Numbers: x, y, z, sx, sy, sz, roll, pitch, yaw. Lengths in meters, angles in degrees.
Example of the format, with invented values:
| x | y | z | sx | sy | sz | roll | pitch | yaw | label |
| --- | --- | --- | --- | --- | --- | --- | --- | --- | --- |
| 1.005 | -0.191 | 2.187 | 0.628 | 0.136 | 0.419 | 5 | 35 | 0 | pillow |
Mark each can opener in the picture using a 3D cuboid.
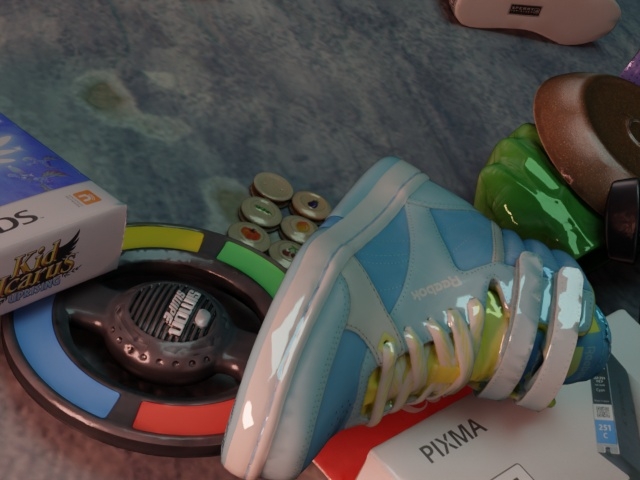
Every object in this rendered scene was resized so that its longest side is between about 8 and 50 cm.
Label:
| x | y | z | sx | sy | sz | roll | pitch | yaw | label |
| --- | --- | --- | --- | --- | --- | --- | --- | --- | --- |
| 0.282 | 0.039 | 1.094 | 0.073 | 0.186 | 0.059 | -3 | -2 | 30 | can opener |

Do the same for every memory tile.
| x | y | z | sx | sy | sz | roll | pitch | yaw | label |
| --- | --- | --- | --- | --- | --- | --- | --- | --- | --- |
| 0.000 | 0.000 | 1.085 | 0.148 | 0.012 | 0.113 | 25 | 37 | -1 | memory tile |

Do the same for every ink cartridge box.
| x | y | z | sx | sy | sz | roll | pitch | yaw | label |
| --- | --- | --- | --- | --- | --- | --- | --- | --- | --- |
| 0.130 | 0.121 | 0.958 | 0.296 | 0.066 | 0.261 | -22 | 58 | -40 | ink cartridge box |

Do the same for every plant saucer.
| x | y | z | sx | sy | sz | roll | pitch | yaw | label |
| --- | --- | --- | --- | --- | --- | --- | --- | --- | --- |
| 0.284 | -0.086 | 1.179 | 0.198 | 0.036 | 0.199 | 21 | 44 | -22 | plant saucer |

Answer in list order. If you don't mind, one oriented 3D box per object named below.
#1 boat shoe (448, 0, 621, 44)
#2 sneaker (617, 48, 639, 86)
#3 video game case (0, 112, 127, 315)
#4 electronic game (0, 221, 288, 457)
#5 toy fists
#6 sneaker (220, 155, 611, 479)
| x | y | z | sx | sy | sz | roll | pitch | yaw | label |
| --- | --- | --- | --- | --- | --- | --- | --- | --- | --- |
| 0.248 | -0.285 | 1.513 | 0.219 | 0.078 | 0.070 | 5 | 43 | -22 | boat shoe |
| 0.460 | -0.102 | 1.375 | 0.315 | 0.127 | 0.182 | 29 | 35 | 3 | sneaker |
| -0.310 | -0.034 | 0.873 | 0.269 | 0.061 | 0.244 | 34 | 36 | 27 | video game case |
| -0.104 | 0.062 | 0.901 | 0.229 | 0.048 | 0.229 | 10 | 36 | -7 | electronic game |
| 0.251 | -0.046 | 1.218 | 0.279 | 0.096 | 0.142 | -15 | 65 | -42 | toy fists |
| 0.078 | 0.069 | 0.840 | 0.208 | 0.127 | 0.319 | 25 | 38 | 8 | sneaker |
